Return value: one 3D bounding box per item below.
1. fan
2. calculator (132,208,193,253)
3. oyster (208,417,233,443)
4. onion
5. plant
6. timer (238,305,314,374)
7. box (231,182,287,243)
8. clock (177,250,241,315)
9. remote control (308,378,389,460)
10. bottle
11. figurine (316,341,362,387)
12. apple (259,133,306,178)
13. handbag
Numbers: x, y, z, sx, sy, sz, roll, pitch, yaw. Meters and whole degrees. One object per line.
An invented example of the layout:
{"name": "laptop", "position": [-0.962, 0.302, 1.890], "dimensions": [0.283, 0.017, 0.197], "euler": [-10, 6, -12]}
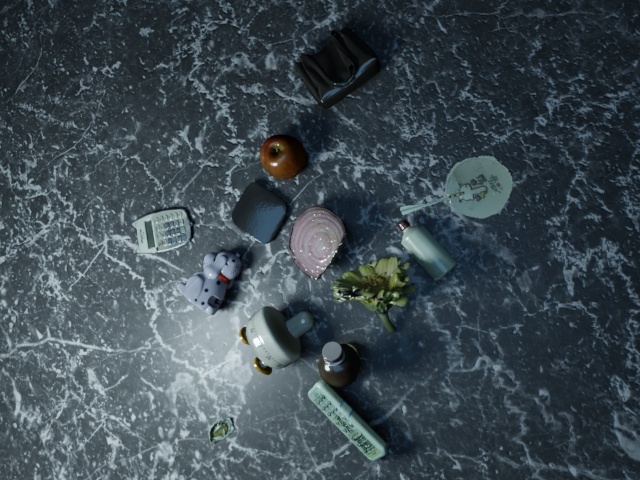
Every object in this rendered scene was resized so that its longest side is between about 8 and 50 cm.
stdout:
{"name": "fan", "position": [0.499, -0.167, 1.586], "dimensions": [0.415, 0.012, 0.233], "euler": [-20, 80, 9]}
{"name": "calculator", "position": [-0.665, -0.040, 1.823], "dimensions": [0.268, 0.040, 0.177], "euler": [-13, 82, 11]}
{"name": "oyster", "position": [-0.392, 0.746, 1.692], "dimensions": [0.100, 0.037, 0.098], "euler": [-10, 101, -9]}
{"name": "onion", "position": [0.000, 0.000, 1.643], "dimensions": [0.247, 0.111, 0.250], "euler": [42, 106, 36]}
{"name": "plant", "position": [0.170, 0.196, 1.507], "dimensions": [0.261, 0.306, 0.297], "euler": [3, 114, -14]}
{"name": "timer", "position": [-0.150, 0.342, 1.573], "dimensions": [0.240, 0.233, 0.233], "euler": [-36, 78, 10]}
{"name": "box", "position": [-0.245, -0.110, 1.734], "dimensions": [0.212, 0.042, 0.201], "euler": [32, 92, 13]}
{"name": "clock", "position": [-0.414, 0.144, 1.694], "dimensions": [0.189, 0.189, 0.254], "euler": [32, 79, 14]}
{"name": "remote control", "position": [0.100, 0.642, 1.550], "dimensions": [0.335, 0.065, 0.128], "euler": [43, 137, 12]}
{"name": "bottle", "position": [0.372, 0.024, 1.550], "dimensions": [0.104, 0.104, 0.245], "euler": [-42, 78, 6]}
{"name": "figurine", "position": [0.069, 0.427, 1.493], "dimensions": [0.161, 0.275, 0.158], "euler": [20, 74, 10]}
{"name": "apple", "position": [-0.147, -0.329, 1.672], "dimensions": [0.181, 0.168, 0.181], "euler": [-3, 79, 16]}
{"name": "handbag", "position": [0.060, -0.690, 1.694], "dimensions": [0.285, 0.113, 0.257], "euler": [-35, 71, 8]}
